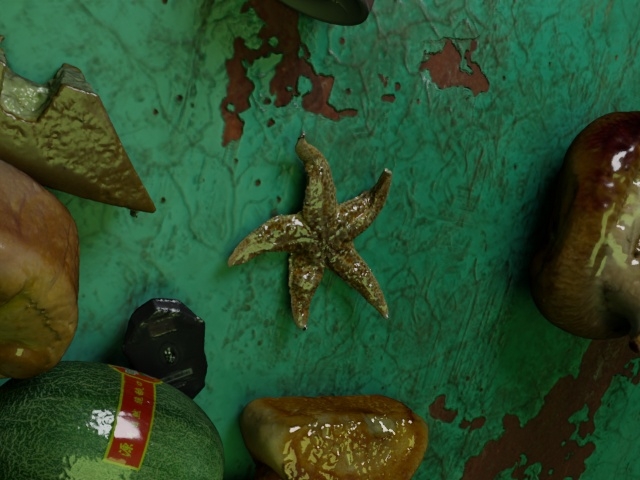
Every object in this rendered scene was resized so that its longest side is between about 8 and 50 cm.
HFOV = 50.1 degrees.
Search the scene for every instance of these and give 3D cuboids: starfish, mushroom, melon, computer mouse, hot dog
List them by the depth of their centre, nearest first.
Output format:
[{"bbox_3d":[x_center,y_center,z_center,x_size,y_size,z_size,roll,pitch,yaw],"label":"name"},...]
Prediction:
[{"bbox_3d":[-0.240,0.224,0.737,0.287,0.182,0.182,23,96,-29],"label":"melon"},{"bbox_3d":[-0.189,0.133,0.833,0.099,0.057,0.172,-18,125,-19],"label":"computer mouse"},{"bbox_3d":[0.000,0.000,0.872,0.235,0.062,0.277,-31,118,-12],"label":"starfish"},{"bbox_3d":[0.016,0.298,0.930,0.256,0.150,0.153,5,94,-26],"label":"hot dog"},{"bbox_3d":[0.464,0.000,0.967,0.345,0.259,0.346,-8,110,-22],"label":"mushroom"}]

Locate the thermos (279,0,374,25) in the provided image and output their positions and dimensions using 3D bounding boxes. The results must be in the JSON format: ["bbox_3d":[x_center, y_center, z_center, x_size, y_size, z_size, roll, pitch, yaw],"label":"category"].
[{"bbox_3d":[0.022,-0.388,0.726,0.176,0.146,0.265,22,88,-3],"label":"thermos"}]

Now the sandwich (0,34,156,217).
[{"bbox_3d":[-0.270,-0.111,0.684,0.235,0.122,0.128,19,101,-30],"label":"sandwich"}]

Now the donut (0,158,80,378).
[{"bbox_3d":[-0.374,0.024,0.604,0.299,0.150,0.317,-10,140,11],"label":"donut"}]
